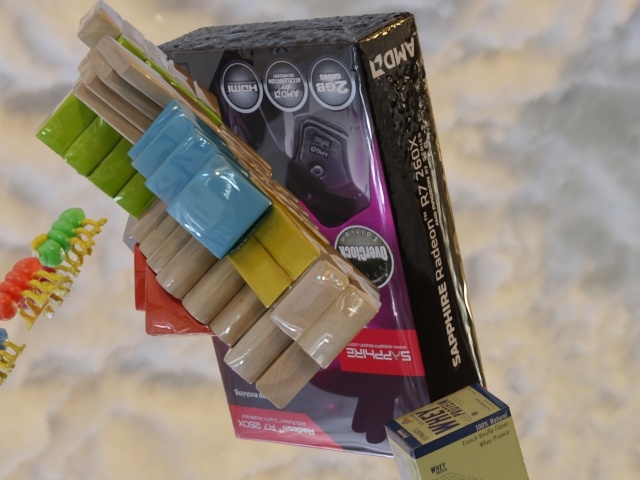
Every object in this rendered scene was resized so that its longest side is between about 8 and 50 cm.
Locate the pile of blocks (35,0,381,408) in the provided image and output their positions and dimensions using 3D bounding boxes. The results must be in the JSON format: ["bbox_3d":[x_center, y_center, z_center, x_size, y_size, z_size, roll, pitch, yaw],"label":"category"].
[{"bbox_3d":[-0.095,-0.022,1.014,0.112,0.362,0.149,-48,129,6],"label":"pile of blocks"}]

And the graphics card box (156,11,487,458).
[{"bbox_3d":[0.000,0.000,1.441,0.094,0.233,0.371,-31,116,-47],"label":"graphics card box"}]

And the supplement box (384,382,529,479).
[{"bbox_3d":[0.104,0.166,1.285,0.083,0.056,0.083,-23,111,-14],"label":"supplement box"}]

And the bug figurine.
[{"bbox_3d":[-0.352,0.067,2.029,0.216,0.072,0.279,-56,-178,-36],"label":"bug figurine"}]

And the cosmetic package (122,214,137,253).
[{"bbox_3d":[-0.065,-0.026,1.719,0.238,0.107,0.127,-21,127,24],"label":"cosmetic package"}]
